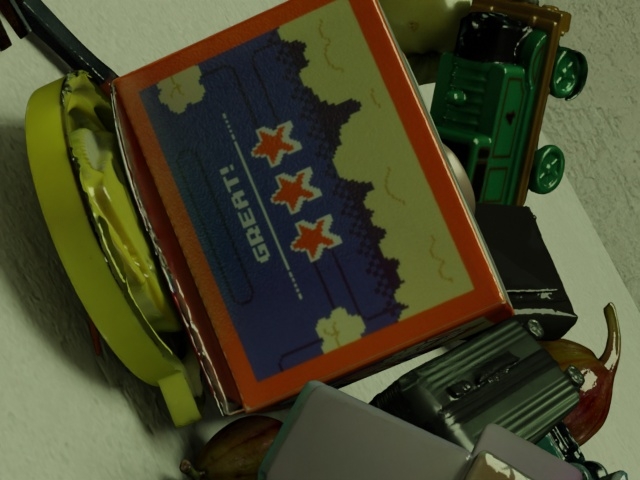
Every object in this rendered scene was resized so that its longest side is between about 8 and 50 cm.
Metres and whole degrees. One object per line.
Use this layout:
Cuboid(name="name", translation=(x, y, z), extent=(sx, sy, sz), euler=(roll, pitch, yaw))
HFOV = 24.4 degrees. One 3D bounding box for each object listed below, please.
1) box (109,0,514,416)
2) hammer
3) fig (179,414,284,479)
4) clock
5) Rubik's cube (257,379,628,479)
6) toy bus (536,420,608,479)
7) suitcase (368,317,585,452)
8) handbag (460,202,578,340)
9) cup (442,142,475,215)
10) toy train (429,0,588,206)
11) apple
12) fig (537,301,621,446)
Cuboid(name="box", translation=(0.004, -0.028, 1.388), extent=(0.349, 0.257, 0.318), euler=(21, 48, -81))
Cuboid(name="hammer", translation=(-0.229, -0.169, 1.434), extent=(0.290, 0.037, 0.137), euler=(47, 23, -35))
Cuboid(name="fig", translation=(-0.078, 0.195, 1.267), extent=(0.125, 0.089, 0.089), euler=(-1, 60, -38))
Cuboid(name="clock", translation=(-0.179, -0.001, 1.271), extent=(0.277, 0.071, 0.293), euler=(-89, 157, -71))
Cuboid(name="Rubik's cube", translation=(0.089, 0.314, 1.128), extent=(0.368, 0.358, 0.387), euler=(22, -11, 40))
Cuboid(name="toy bus", translation=(0.268, 0.289, 1.881), extent=(0.256, 0.147, 0.128), euler=(62, 19, 17))
Cuboid(name="suitcase", translation=(0.131, 0.196, 1.496), extent=(0.128, 0.202, 0.312), euler=(51, 30, 14))
Cuboid(name="handbag", translation=(0.227, 0.044, 2.111), extent=(0.247, 0.080, 0.223), euler=(2, 51, -29))
Cuboid(name="cup", translation=(0.094, -0.043, 1.771), extent=(0.191, 0.253, 0.200), euler=(-41, 107, -32))
Cuboid(name="toy train", translation=(0.256, -0.195, 2.277), extent=(0.249, 0.178, 0.429), euler=(-5, 110, -50))
Cuboid(name="apple", translation=(0.163, -0.386, 2.425), extent=(0.262, 0.262, 0.262), euler=(50, 22, -28))
Cuboid(name="fig", translation=(0.366, 0.209, 2.154), extent=(0.175, 0.207, 0.175), euler=(62, 9, -17))
